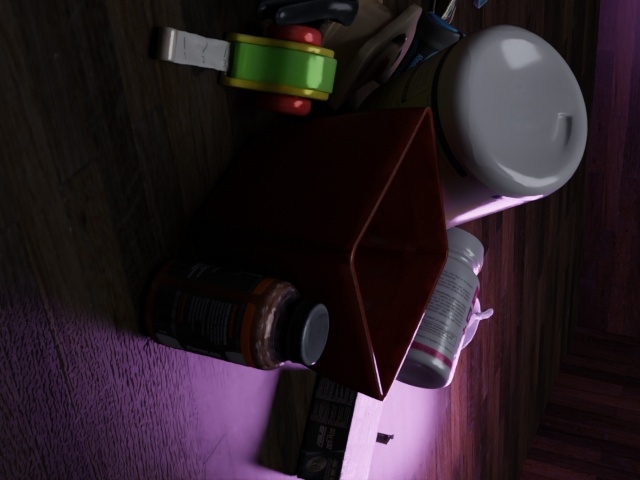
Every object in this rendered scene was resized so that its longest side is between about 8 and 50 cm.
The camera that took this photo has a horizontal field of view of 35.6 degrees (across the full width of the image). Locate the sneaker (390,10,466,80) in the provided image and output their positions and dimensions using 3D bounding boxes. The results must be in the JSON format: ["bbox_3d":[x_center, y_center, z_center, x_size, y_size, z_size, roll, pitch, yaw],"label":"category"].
[{"bbox_3d":[0.205,-0.310,1.795,0.139,0.125,0.341,-54,162,10],"label":"sneaker"}]

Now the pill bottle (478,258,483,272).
[{"bbox_3d":[0.282,0.043,2.094,0.184,0.103,0.103,-18,116,-64],"label":"pill bottle"}]

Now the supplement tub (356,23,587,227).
[{"bbox_3d":[0.185,-0.142,1.409,0.236,0.325,0.235,7,76,-29],"label":"supplement tub"}]

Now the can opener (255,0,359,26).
[{"bbox_3d":[-0.014,-0.282,1.188,0.186,0.059,0.073,-27,125,-46],"label":"can opener"}]

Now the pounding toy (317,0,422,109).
[{"bbox_3d":[0.041,-0.304,1.436,0.269,0.155,0.154,-45,169,-39],"label":"pounding toy"}]

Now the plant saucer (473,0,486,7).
[{"bbox_3d":[0.332,-0.581,2.053,0.067,0.018,0.192,-47,140,-52],"label":"plant saucer"}]

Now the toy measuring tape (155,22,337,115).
[{"bbox_3d":[-0.062,-0.208,1.178,0.330,0.122,0.121,-6,105,-66],"label":"toy measuring tape"}]

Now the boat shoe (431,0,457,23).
[{"bbox_3d":[0.234,-0.464,1.843,0.043,0.049,0.136,6,99,-65],"label":"boat shoe"}]

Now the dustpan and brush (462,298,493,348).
[{"bbox_3d":[0.360,0.184,2.388,0.211,0.060,0.147,-17,115,-64],"label":"dustpan and brush"}]

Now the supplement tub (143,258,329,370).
[{"bbox_3d":[-0.093,0.086,1.124,0.106,0.198,0.106,-39,134,-56],"label":"supplement tub"}]

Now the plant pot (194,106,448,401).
[{"bbox_3d":[0.000,0.000,1.255,0.267,0.236,0.267,76,33,-43],"label":"plant pot"}]

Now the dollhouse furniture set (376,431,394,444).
[{"bbox_3d":[0.082,0.385,1.805,0.114,0.081,0.090,-46,140,-52],"label":"dollhouse furniture set"}]

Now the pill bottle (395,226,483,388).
[{"bbox_3d":[0.207,0.121,1.878,0.160,0.161,0.283,62,44,-56],"label":"pill bottle"}]

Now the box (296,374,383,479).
[{"bbox_3d":[0.038,0.317,1.679,0.147,0.078,0.180,23,79,-67],"label":"box"}]
